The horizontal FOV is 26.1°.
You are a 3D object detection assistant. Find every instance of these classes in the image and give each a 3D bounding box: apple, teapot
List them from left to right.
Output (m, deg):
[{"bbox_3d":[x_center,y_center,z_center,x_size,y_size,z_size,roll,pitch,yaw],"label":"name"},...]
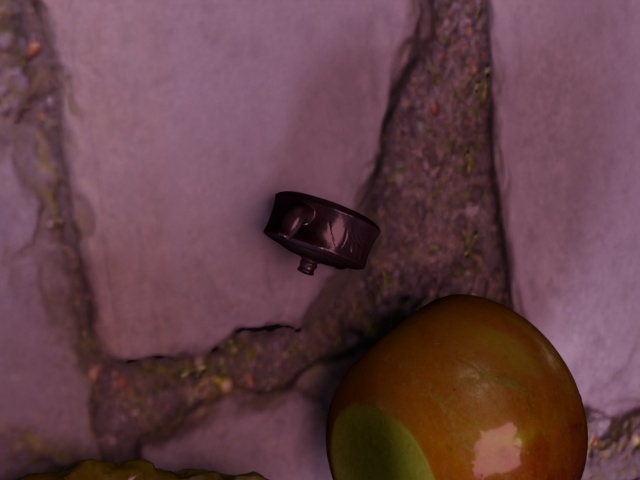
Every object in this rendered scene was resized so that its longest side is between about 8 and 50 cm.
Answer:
[{"bbox_3d":[0.000,0.000,0.838,0.100,0.068,0.045,31,79,-63],"label":"teapot"},{"bbox_3d":[0.083,0.115,0.863,0.146,0.163,0.147,-24,83,-40],"label":"apple"}]

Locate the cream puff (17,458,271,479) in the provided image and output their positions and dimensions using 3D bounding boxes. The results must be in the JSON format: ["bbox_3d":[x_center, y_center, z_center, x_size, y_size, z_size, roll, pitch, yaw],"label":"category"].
[{"bbox_3d":[-0.094,0.248,0.750,0.282,0.185,0.282,6,55,-8],"label":"cream puff"}]
